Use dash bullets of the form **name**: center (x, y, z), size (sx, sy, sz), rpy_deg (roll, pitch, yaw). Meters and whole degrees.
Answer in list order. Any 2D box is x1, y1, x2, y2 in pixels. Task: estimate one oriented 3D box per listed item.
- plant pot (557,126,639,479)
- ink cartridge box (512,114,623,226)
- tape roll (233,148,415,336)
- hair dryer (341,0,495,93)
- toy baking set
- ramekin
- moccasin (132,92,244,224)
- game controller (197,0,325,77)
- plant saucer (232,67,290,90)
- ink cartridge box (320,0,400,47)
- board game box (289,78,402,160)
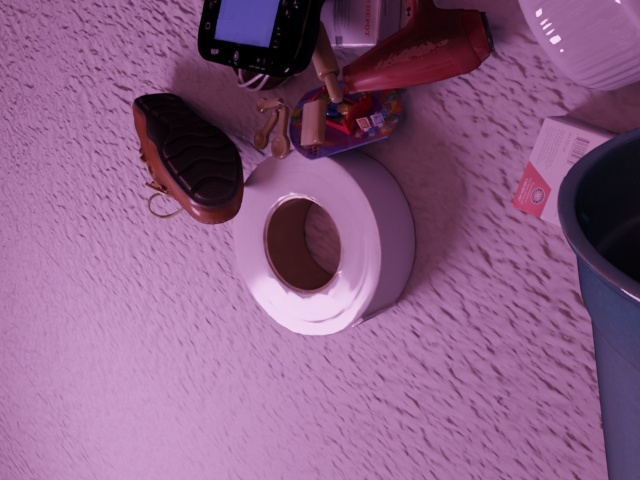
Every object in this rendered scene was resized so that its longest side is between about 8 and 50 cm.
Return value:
- **plant pot**: center (0.380, 0.108, 0.505), size (0.341, 0.341, 0.334), rpy_deg (10, 128, 36)
- **ink cartridge box**: center (0.335, -0.056, 0.689), size (0.198, 0.067, 0.115), rpy_deg (30, 117, 31)
- **tape roll**: center (0.000, 0.000, 0.938), size (0.286, 0.100, 0.286), rpy_deg (8, 104, 36)
- **hair dryer**: center (0.130, -0.304, 0.770), size (0.224, 0.080, 0.293), rpy_deg (38, 103, 17)
- **toy baking set**: center (-0.055, -0.236, 0.873), size (0.197, 0.030, 0.256), rpy_deg (-30, 66, 42)
- **ramekin**: center (0.286, -0.248, 0.605), size (0.109, 0.207, 0.207), rpy_deg (-29, 81, 47)
- **moccasin**: center (-0.232, -0.123, 1.024), size (0.380, 0.139, 0.146), rpy_deg (40, 136, 44)
- **game controller**: center (-0.092, -0.324, 0.863), size (0.319, 0.067, 0.166), rpy_deg (31, 101, 51)
- **plant saucer**: center (-0.084, -0.325, 0.979), size (0.169, 0.029, 0.168), rpy_deg (8, 104, 35)
- **ink cartridge box**: center (0.036, -0.327, 0.864), size (0.151, 0.063, 0.109), rpy_deg (12, 107, 35)
- **board game box**: center (0.028, -0.187, 0.857), size (0.169, 0.033, 0.133), rpy_deg (-15, 57, 14)
